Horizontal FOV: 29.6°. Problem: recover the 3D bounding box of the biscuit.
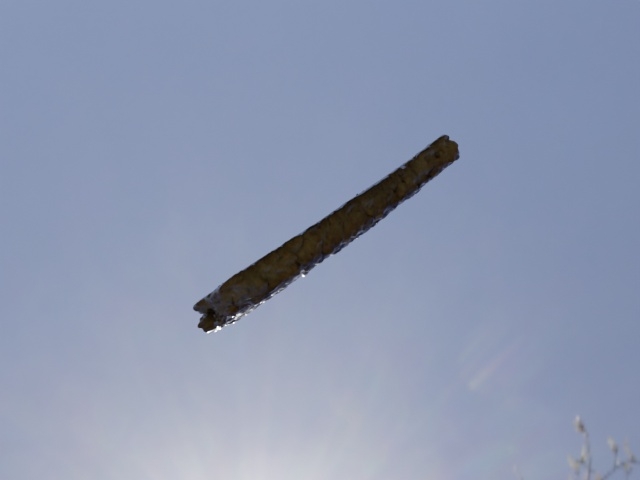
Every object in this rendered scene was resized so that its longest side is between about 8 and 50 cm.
[{"bbox_3d":[-0.009,0.007,0.766,0.026,0.131,0.237,54,-136,0],"label":"biscuit"}]
